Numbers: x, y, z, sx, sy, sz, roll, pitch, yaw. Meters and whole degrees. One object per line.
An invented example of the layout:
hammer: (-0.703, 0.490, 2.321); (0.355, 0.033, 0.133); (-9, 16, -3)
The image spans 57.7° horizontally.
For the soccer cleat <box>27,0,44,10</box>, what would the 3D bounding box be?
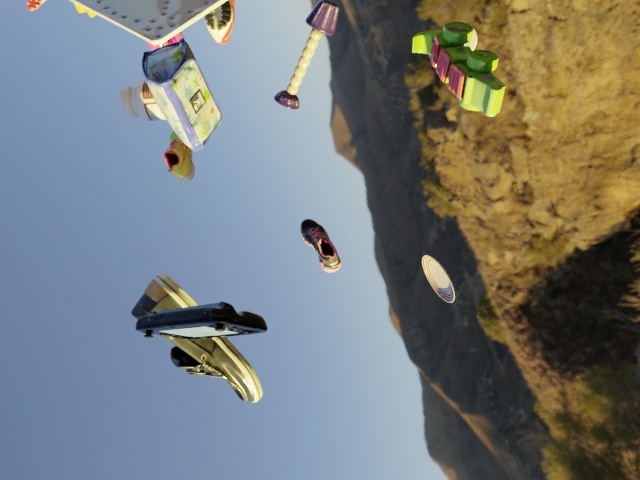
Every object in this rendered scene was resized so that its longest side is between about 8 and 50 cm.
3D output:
soccer cleat: (-0.702, -0.610, 1.461); (0.029, 0.083, 0.035); (45, -172, -9)

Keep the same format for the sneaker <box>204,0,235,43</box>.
sneaker: (-0.302, -0.722, 1.750); (0.118, 0.107, 0.279); (95, 180, -75)

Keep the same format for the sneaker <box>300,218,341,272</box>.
sneaker: (0.000, 0.000, 1.074); (0.119, 0.047, 0.057); (55, 169, 26)

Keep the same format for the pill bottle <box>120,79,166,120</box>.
pill bottle: (-0.476, -0.422, 1.737); (0.121, 0.216, 0.121); (-4, -90, -89)

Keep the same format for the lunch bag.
lunch bag: (-0.225, -0.234, 0.942); (0.151, 0.096, 0.129); (-105, -6, -48)

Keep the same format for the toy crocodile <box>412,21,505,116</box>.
toy crocodile: (0.303, -0.382, 1.278); (0.115, 0.105, 0.341); (92, 164, -45)

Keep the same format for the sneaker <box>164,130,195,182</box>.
sneaker: (-0.482, -0.296, 1.946); (0.094, 0.081, 0.209); (19, -136, -47)

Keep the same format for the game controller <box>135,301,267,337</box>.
game controller: (-0.267, 0.190, 1.285); (0.166, 0.319, 0.067); (31, -121, -40)

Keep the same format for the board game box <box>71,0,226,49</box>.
board game box: (-0.334, -0.601, 1.363); (0.390, 0.390, 0.050); (34, 155, 31)

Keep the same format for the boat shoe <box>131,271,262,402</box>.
boat shoe: (-0.346, 0.311, 1.659); (0.186, 0.156, 0.500); (16, 147, 56)

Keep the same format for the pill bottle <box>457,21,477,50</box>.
pill bottle: (0.434, -0.635, 1.854); (0.180, 0.108, 0.108); (-68, -46, -72)

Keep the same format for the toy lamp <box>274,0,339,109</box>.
toy lamp: (-0.032, -0.464, 1.454); (0.080, 0.275, 0.080); (19, -149, -12)

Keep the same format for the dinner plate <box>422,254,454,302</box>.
dinner plate: (0.314, 0.098, 1.529); (0.141, 0.017, 0.141); (59, 169, 20)
